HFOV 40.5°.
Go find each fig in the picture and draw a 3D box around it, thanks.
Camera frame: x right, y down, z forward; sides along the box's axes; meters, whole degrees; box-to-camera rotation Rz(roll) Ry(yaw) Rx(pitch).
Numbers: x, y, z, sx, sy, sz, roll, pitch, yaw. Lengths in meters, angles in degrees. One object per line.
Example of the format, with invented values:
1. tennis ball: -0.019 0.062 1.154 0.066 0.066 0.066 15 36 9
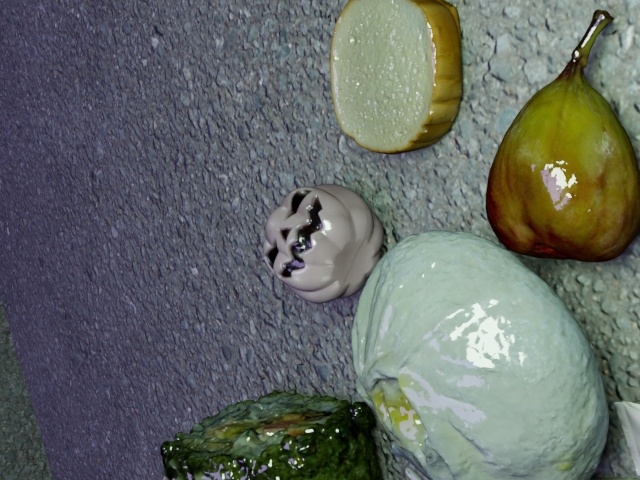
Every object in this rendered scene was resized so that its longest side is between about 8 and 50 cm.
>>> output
1. fig: 0.270 -0.110 0.935 0.170 0.145 0.274 16 102 52

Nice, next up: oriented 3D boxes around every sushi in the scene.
1. sushi: -0.090 0.371 1.415 0.352 0.294 0.178 -8 97 51

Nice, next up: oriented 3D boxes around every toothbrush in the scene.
1. toothbrush: 0.178 0.392 1.292 0.162 0.017 0.014 38 121 41

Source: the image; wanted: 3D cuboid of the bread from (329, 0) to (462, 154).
1. bread: 0.101 -0.230 1.171 0.236 0.070 0.236 21 118 48

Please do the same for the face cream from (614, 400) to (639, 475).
1. face cream: 0.414 0.215 0.900 0.244 0.058 0.092 -12 94 60

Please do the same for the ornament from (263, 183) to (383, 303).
1. ornament: 0.000 0.000 1.288 0.177 0.177 0.177 20 115 49

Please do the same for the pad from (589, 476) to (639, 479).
1. pad: 0.419 0.410 0.979 0.284 0.018 0.286 -17 88 53

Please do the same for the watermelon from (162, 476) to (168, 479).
1. watermelon: -0.208 0.491 1.697 0.305 0.180 0.224 -26 90 57

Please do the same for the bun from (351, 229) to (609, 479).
1. bun: 0.167 0.161 1.036 0.362 0.211 0.362 54 160 29
